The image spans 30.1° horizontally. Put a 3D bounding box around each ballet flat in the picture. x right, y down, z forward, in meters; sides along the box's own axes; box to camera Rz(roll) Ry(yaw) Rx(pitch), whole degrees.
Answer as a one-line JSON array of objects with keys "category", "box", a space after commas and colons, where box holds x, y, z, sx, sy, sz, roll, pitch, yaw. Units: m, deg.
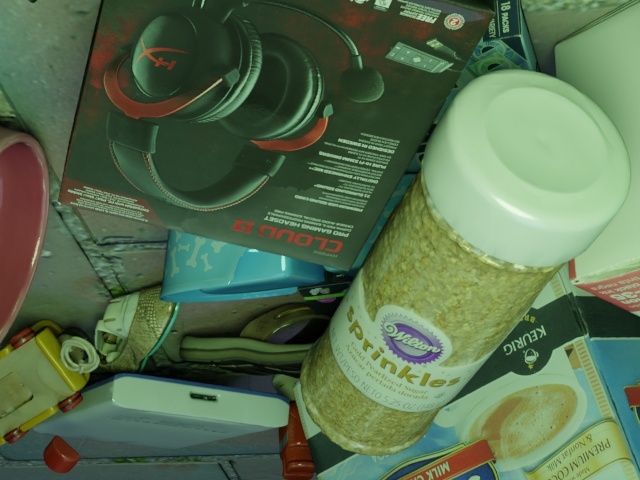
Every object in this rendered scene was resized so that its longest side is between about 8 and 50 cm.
[{"category": "ballet flat", "box": [-0.205, 0.097, 1.274, 0.067, 0.073, 0.206, 18, 146, -13]}]

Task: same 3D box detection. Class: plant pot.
[{"category": "plant pot", "box": [-0.343, -0.011, 0.964, 0.180, 0.201, 0.201, 15, 153, 7]}]

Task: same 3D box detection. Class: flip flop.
[{"category": "flip flop", "box": [-0.034, 0.107, 1.291, 0.277, 0.080, 0.112, -1, 161, 36]}]

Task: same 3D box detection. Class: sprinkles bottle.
[{"category": "sprinkles bottle", "box": [0.086, 0.034, 0.847, 0.121, 0.121, 0.355, 8, 146, -13]}]

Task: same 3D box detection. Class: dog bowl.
[{"category": "dog bowl", "box": [0.000, 0.000, 1.035, 0.297, 0.074, 0.166, -8, 173, 17]}]

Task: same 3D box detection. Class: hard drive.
[{"category": "hard drive", "box": [-0.203, 0.211, 1.441, 0.210, 0.040, 0.319, 12, 161, -26]}]

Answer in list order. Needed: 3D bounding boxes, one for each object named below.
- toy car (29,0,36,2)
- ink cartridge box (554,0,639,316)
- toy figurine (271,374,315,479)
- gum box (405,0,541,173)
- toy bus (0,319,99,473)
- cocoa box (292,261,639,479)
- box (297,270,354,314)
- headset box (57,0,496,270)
[{"category": "toy car", "box": [-0.167, -0.203, 0.764, 0.122, 0.060, 0.040, -37, 92, 26]}, {"category": "ink cartridge box", "box": [0.309, -0.029, 0.875, 0.283, 0.207, 0.117, 24, 146, -35]}, {"category": "toy figurine", "box": [0.064, 0.215, 1.418, 0.210, 0.148, 0.213, -20, 144, 25]}, {"category": "gum box", "box": [0.076, -0.108, 0.908, 0.184, 0.041, 0.157, -9, 150, 16]}, {"category": "toy bus", "box": [-0.310, 0.141, 1.317, 0.202, 0.104, 0.191, 17, 120, 16]}, {"category": "cocoa box", "box": [0.185, 0.174, 1.102, 0.231, 0.228, 0.347, 6, 148, -43]}, {"category": "box", "box": [0.026, 0.033, 1.165, 0.083, 0.052, 0.062, -9, 150, 16]}, {"category": "headset box", "box": [-0.043, -0.106, 0.782, 0.218, 0.110, 0.293, 14, 141, -12]}]
